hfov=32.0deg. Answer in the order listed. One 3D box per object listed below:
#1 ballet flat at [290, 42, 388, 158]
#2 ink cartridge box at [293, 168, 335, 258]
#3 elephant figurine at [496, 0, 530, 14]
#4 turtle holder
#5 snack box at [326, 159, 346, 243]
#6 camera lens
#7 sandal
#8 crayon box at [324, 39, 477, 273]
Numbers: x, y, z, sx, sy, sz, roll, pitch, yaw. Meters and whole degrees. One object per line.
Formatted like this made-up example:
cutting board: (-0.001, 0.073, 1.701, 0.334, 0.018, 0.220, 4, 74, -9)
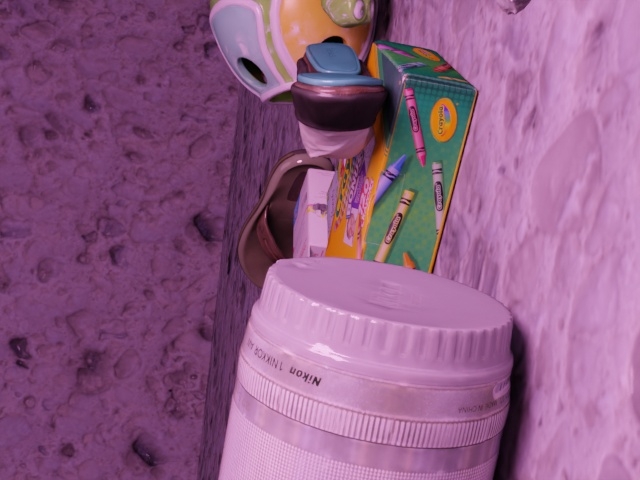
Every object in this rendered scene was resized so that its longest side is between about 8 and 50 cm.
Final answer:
ballet flat: (0.019, -0.137, 1.134, 0.280, 0.095, 0.096, -86, -2, -73)
ink cartridge box: (0.000, 0.000, 1.598, 0.104, 0.061, 0.181, 111, 164, -50)
elephant figurine: (0.199, -0.245, 0.578, 0.239, 0.169, 0.186, 4, 115, 64)
turtle holder: (-0.013, -0.323, 1.575, 0.320, 0.243, 0.228, -10, 85, 37)
snack box: (0.037, -0.038, 1.503, 0.100, 0.037, 0.141, 109, 165, -50)
camera lens: (0.032, 0.171, 0.905, 0.219, 0.219, 0.274, -124, 44, -74)
sandal: (-0.056, -0.017, 1.781, 0.303, 0.120, 0.086, 110, 150, -45)
crayon box: (0.078, -0.057, 1.191, 0.165, 0.081, 0.279, -111, 31, -67)
